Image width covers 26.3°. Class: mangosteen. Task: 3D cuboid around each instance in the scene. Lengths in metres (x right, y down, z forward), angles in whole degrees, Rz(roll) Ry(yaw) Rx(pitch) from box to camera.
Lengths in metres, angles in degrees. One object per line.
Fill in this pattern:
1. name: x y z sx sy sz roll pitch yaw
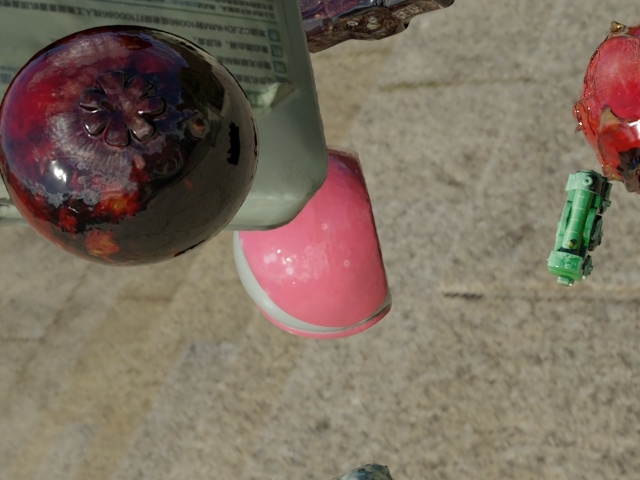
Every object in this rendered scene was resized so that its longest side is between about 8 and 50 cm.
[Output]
1. mangosteen: -0.136 -0.058 0.963 0.199 0.200 0.200 -18 41 17

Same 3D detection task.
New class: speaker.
1. speaker: 0.000 0.000 2.047 0.294 0.294 0.294 -18 41 17

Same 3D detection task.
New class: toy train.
1. toy train: 0.381 -0.022 2.022 0.071 0.104 0.178 14 79 18

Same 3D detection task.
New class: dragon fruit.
1. dragon fruit: 0.558 -0.213 2.204 0.295 0.296 0.302 -21 45 14

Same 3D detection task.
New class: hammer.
1. hammer: 0.076 -0.463 1.815 0.242 0.095 0.409 -11 69 47

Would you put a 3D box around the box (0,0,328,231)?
1. box: -0.203 -0.198 1.248 0.111 0.395 0.397 -44 51 54

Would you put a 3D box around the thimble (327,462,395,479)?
1. thimble: 0.049 0.384 1.700 0.149 0.211 0.185 -27 76 14
